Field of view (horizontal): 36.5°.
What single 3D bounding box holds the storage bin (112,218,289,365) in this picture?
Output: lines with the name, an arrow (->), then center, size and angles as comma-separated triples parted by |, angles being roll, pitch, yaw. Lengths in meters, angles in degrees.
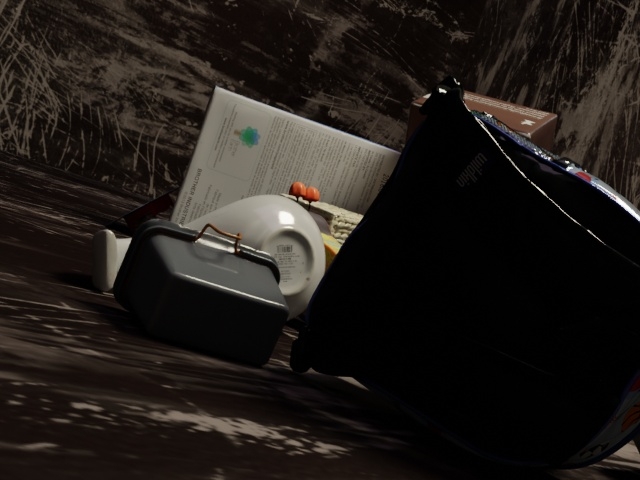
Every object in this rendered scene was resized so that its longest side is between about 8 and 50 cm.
storage bin -> -0.088, 0.043, 0.793 | 0.135, 0.098, 0.091 | 19, 12, -25

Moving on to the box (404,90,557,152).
box -> 0.222, -0.028, 1.512 | 0.191, 0.381, 0.143 | 21, 31, 25

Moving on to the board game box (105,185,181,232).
board game box -> -0.280, -0.045, 1.597 | 0.033, 0.133, 0.168 | 62, -2, -6

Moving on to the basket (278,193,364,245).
basket -> 0.000, 0.000, 1.394 | 0.113, 0.103, 0.167 | 21, 5, 28

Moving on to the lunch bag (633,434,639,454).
lunch bag -> 0.436, 0.174, 0.913 | 0.235, 0.168, 0.287 | 13, 0, 39

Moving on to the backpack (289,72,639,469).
backpack -> 0.154, 0.053, 0.774 | 0.213, 0.276, 0.263 | 16, 16, -48

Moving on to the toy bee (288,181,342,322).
toy bee -> -0.023, 0.017, 1.152 | 0.298, 0.162, 0.195 | 20, 3, 18

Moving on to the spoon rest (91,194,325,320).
spoon rest -> -0.108, 0.018, 0.974 | 0.276, 0.137, 0.084 | 3, 0, -39

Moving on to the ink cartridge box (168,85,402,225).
ink cartridge box -> -0.026, -0.054, 1.571 | 0.396, 0.270, 0.151 | 19, 5, -5
